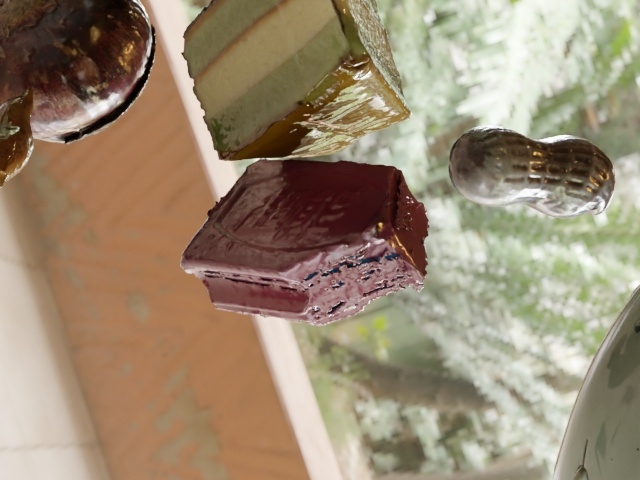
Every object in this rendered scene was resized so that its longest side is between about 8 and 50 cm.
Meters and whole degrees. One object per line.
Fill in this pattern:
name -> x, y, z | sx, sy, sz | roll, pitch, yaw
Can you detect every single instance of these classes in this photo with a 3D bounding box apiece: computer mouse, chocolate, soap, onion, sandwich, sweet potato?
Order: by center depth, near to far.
chocolate -> 0.179, -0.057, 1.250 | 0.072, 0.167, 0.072 | -16, -108, 58
soap -> 0.000, 0.000, 1.489 | 0.162, 0.250, 0.099 | -54, 127, -28
sandwich -> 0.012, -0.192, 1.493 | 0.198, 0.227, 0.155 | -7, 73, -43
computer mouse -> 0.319, 0.165, 1.517 | 0.097, 0.288, 0.159 | 23, 10, -34
sweet potato -> -0.325, -0.109, 1.562 | 0.195, 0.056, 0.056 | -89, 160, -53
onion -> -0.317, -0.227, 1.802 | 0.190, 0.246, 0.246 | 53, 18, -57
